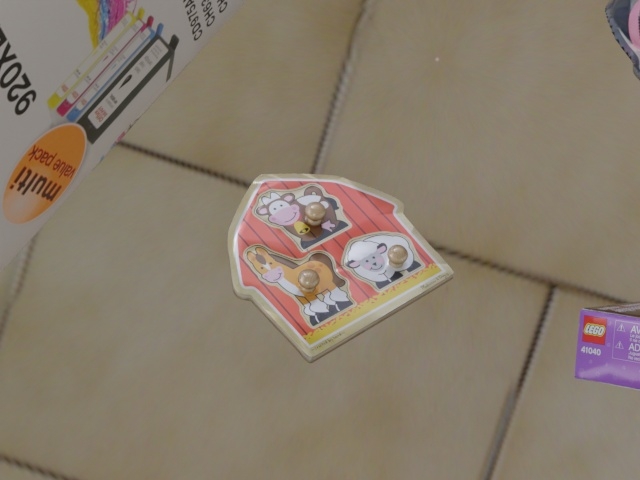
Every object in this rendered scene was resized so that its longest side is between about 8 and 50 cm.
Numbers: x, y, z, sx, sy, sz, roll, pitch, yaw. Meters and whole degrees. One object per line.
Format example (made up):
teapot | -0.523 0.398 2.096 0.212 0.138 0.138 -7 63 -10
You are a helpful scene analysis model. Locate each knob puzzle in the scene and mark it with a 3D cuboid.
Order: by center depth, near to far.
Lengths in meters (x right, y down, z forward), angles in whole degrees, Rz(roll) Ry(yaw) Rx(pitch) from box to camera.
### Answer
knob puzzle | 0.000 0.000 1.504 0.213 0.213 0.030 11 141 3

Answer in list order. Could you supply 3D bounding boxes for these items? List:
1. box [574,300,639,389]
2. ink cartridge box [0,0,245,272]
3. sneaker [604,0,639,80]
box | 0.354 0.081 1.235 0.201 0.293 0.057 9 97 38
ink cartridge box | -0.139 -0.127 0.595 0.168 0.171 0.233 34 73 21
sneaker | 0.363 -0.200 1.568 0.112 0.319 0.131 40 107 -17
